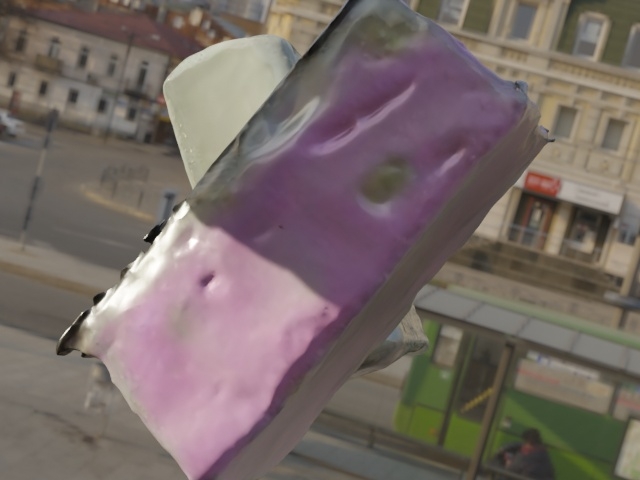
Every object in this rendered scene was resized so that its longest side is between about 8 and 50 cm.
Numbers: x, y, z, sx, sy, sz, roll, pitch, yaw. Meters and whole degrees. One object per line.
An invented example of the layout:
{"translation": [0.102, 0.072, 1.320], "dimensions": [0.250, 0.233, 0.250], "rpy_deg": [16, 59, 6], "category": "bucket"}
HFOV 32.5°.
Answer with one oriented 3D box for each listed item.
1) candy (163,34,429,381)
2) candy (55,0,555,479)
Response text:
{"translation": [-0.021, -0.020, 1.149], "dimensions": [0.145, 0.358, 0.208], "rpy_deg": [-23, -14, 13], "category": "candy"}
{"translation": [0.000, 0.000, 0.601], "dimensions": [0.116, 0.265, 0.155], "rpy_deg": [41, 6, 16], "category": "candy"}
